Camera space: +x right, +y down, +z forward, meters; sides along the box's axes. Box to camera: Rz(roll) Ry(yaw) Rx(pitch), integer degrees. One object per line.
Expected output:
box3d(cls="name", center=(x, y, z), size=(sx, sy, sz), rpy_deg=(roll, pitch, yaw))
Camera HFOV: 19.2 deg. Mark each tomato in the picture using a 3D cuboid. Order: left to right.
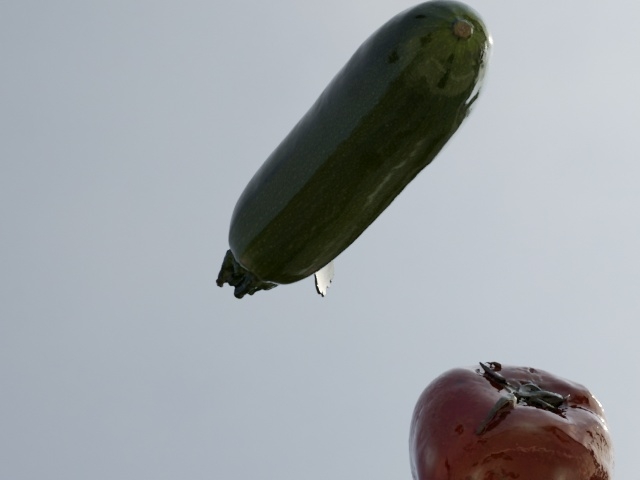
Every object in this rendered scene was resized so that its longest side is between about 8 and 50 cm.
box3d(cls="tomato", center=(0.156, 0.185, 1.535), size=(0.187, 0.187, 0.151), rpy_deg=(6, -77, -32))

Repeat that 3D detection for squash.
box3d(cls="squash", center=(0.017, -0.044, 0.943), size=(0.069, 0.258, 0.069), rpy_deg=(13, -123, -22))

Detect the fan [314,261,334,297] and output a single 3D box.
box3d(cls="fan", center=(0.000, 0.000, 1.436), size=(0.004, 0.056, 0.083), rpy_deg=(-3, -73, 17))
